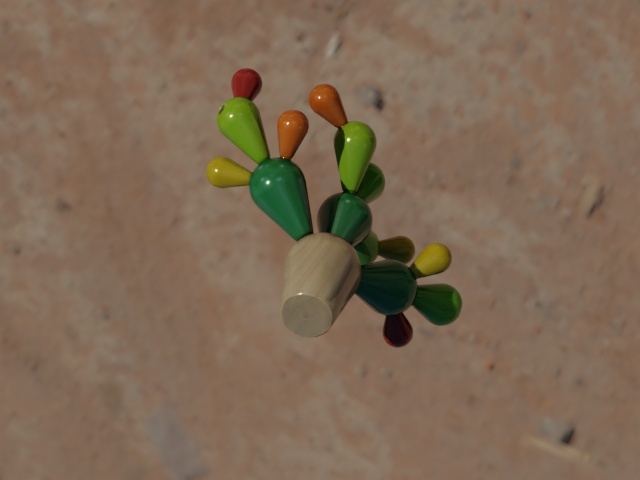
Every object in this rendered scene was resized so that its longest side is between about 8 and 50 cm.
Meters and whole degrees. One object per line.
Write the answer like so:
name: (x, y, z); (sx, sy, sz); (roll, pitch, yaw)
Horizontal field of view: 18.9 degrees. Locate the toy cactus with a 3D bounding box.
toy cactus: (0.000, 0.000, 1.259); (0.112, 0.180, 0.219); (-27, 112, 27)
